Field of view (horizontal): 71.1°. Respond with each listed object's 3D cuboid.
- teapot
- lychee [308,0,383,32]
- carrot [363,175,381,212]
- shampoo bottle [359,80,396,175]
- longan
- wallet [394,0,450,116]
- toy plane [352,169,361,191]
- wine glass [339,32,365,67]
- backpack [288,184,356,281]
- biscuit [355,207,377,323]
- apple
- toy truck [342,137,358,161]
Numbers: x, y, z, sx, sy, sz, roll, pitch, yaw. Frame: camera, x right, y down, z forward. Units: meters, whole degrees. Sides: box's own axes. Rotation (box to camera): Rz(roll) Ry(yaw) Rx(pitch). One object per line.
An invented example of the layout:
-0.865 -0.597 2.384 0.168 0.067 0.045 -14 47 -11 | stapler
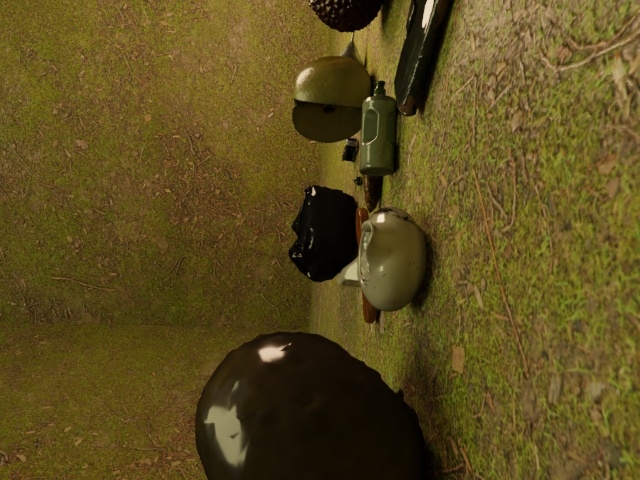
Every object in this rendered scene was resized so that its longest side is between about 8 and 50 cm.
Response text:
0.122 0.047 0.918 0.299 0.166 0.208 122 140 -60 | teapot
0.081 -0.726 1.281 0.271 0.236 0.235 180 92 -74 | lychee
0.147 -0.234 1.257 0.066 0.066 0.314 -114 25 -79 | carrot
0.146 -0.287 1.130 0.118 0.087 0.234 151 122 -86 | shampoo bottle
-0.008 0.378 0.820 0.404 0.404 0.435 -109 -1 -76 | longan
0.197 -0.417 0.865 0.169 0.044 0.317 -91 7 -45 | wallet
0.129 -0.210 1.585 0.083 0.031 0.078 -110 23 -77 | toy plane
0.117 -0.716 1.599 0.122 0.122 0.182 -107 26 -75 | wine glass
0.000 0.000 1.777 0.445 0.255 0.363 97 180 -65 | backpack
0.134 0.054 1.246 0.205 0.049 0.323 90 175 -62 | biscuit
0.034 -0.491 1.513 0.295 0.258 0.233 110 163 -73 | apple
0.113 -0.350 1.727 0.123 0.052 0.062 101 176 -68 | toy truck
